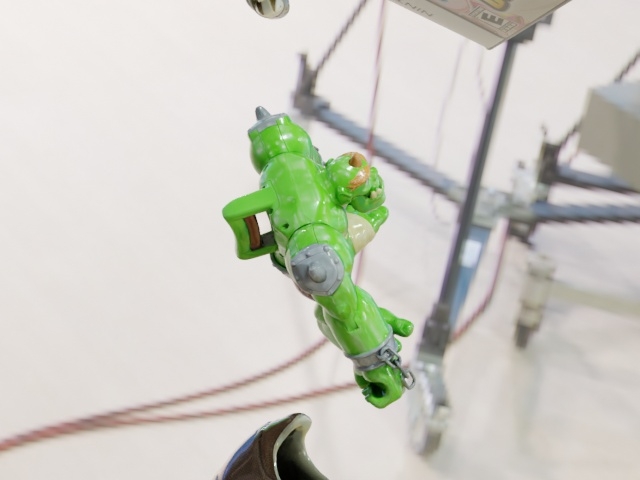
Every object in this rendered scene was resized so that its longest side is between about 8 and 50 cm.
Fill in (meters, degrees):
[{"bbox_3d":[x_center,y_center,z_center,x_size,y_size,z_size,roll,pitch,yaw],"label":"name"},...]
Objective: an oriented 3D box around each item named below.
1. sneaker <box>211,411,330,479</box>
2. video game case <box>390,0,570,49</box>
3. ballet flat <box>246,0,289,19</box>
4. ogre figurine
[{"bbox_3d":[0.014,0.171,0.803,0.188,0.071,0.066,47,21,24],"label":"sneaker"},{"bbox_3d":[0.071,-0.231,1.098,0.248,0.035,0.275,24,-13,-12],"label":"video game case"},{"bbox_3d":[-0.059,-0.246,1.544,0.041,0.114,0.041,-9,58,15],"label":"ballet flat"},{"bbox_3d":[0.000,0.000,0.953,0.097,0.118,0.197,-10,54,18],"label":"ogre figurine"}]
